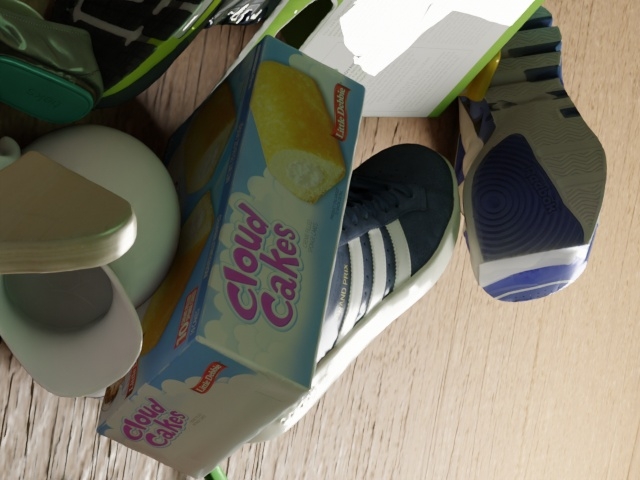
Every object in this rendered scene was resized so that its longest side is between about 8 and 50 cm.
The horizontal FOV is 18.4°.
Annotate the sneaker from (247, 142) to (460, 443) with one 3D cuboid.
[{"bbox_3d":[0.000,0.000,1.570,0.350,0.131,0.148,-52,137,-41],"label":"sneaker"}]

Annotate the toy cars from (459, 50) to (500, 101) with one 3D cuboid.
[{"bbox_3d":[0.106,-0.315,1.650,0.176,0.087,0.393,-115,-153,-71],"label":"toy cars"}]

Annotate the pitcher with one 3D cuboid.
[{"bbox_3d":[-0.173,-0.015,1.255,0.178,0.125,0.207,49,17,-15],"label":"pitcher"}]

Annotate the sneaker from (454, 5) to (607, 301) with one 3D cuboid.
[{"bbox_3d":[0.186,-0.053,1.788,0.182,0.127,0.315,80,5,-48],"label":"sneaker"}]

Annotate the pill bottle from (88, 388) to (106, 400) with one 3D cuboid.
[{"bbox_3d":[-0.149,0.081,1.411,0.120,0.067,0.067,23,82,-59],"label":"pill bottle"}]

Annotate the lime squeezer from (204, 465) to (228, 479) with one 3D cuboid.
[{"bbox_3d":[-0.086,0.281,1.605,0.110,0.059,0.310,-6,107,-58],"label":"lime squeezer"}]

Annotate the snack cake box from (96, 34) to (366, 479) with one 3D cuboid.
[{"bbox_3d":[-0.059,0.010,1.357,0.089,0.152,0.264,27,50,-21],"label":"snack cake box"}]

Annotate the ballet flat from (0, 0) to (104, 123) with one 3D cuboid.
[{"bbox_3d":[-0.220,-0.130,1.220,0.213,0.072,0.068,21,50,-49],"label":"ballet flat"}]

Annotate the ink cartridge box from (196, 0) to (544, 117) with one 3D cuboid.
[{"bbox_3d":[0.033,-0.186,1.498,0.255,0.097,0.189,-2,145,-42],"label":"ink cartridge box"}]

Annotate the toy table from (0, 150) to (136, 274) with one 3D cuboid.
[{"bbox_3d":[-0.237,-0.020,0.981,0.161,0.252,0.274,-48,169,-35],"label":"toy table"}]

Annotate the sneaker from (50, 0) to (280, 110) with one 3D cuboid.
[{"bbox_3d":[-0.077,-0.185,1.394,0.300,0.111,0.121,-51,148,-30],"label":"sneaker"}]
